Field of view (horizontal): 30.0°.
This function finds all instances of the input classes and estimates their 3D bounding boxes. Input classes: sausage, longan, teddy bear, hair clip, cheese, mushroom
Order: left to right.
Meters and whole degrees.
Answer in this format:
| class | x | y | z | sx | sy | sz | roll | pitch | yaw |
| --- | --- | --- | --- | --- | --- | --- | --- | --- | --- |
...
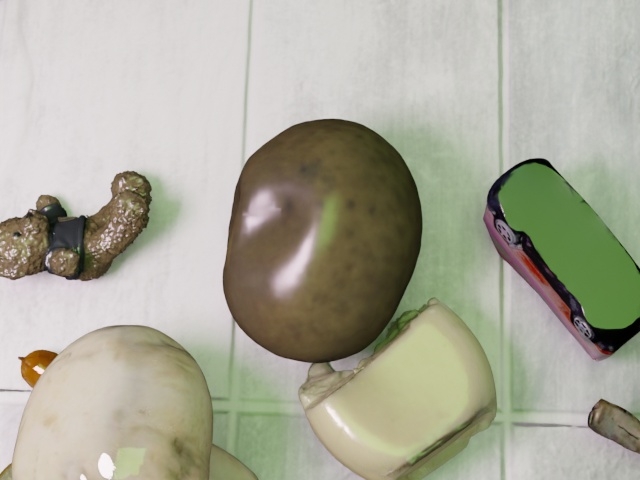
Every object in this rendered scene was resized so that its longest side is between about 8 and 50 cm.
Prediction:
| class | x | y | z | sx | sy | sz | roll | pitch | yaw |
| --- | --- | --- | --- | --- | --- | --- | --- | --- | --- |
| sausage | -0.351 | 0.210 | 1.710 | 0.183 | 0.054 | 0.062 | 28 | 102 | -1 |
| teddy bear | -0.354 | -0.001 | 1.736 | 0.251 | 0.182 | 0.129 | -16 | 112 | -8 |
| mushroom | -0.232 | 0.290 | 1.590 | 0.336 | 0.314 | 0.314 | 41 | 72 | -36 |
| longan | 0.000 | 0.000 | 1.677 | 0.288 | 0.288 | 0.350 | 16 | 75 | 2 |
| cheese | 0.112 | 0.214 | 1.696 | 0.266 | 0.127 | 0.233 | -35 | 76 | -14 |
| hair clip | 0.506 | 0.310 | 1.715 | 0.300 | 0.069 | 0.173 | 29 | 76 | -5 |

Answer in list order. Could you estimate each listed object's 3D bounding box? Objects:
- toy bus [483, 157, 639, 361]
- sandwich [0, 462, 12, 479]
| class | x | y | z | sx | sy | sz | roll | pitch | yaw |
| --- | --- | --- | --- | --- | --- | --- | --- | --- | --- |
| toy bus | 0.361 | 0.029 | 1.745 | 0.127 | 0.147 | 0.302 | -36 | 77 | -11 |
| sandwich | -0.418 | 0.415 | 1.634 | 0.094 | 0.096 | 0.258 | 8 | 72 | 5 |
